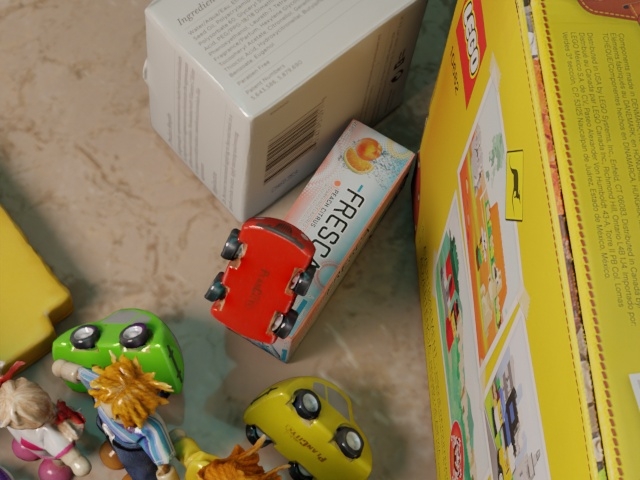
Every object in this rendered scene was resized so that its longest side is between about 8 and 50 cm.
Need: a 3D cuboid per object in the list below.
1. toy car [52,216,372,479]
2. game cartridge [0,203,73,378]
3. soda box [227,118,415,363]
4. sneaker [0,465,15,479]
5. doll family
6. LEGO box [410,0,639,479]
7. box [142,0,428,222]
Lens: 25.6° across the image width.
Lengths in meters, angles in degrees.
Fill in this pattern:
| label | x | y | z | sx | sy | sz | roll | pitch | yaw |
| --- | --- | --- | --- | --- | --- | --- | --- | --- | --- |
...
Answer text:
| label | x | y | z | sx | sy | sz | roll | pitch | yaw |
| --- | --- | --- | --- | --- | --- | --- | --- | --- | --- |
| toy car | -0.082 | 0.076 | 0.995 | 0.225 | 0.239 | 0.053 | -1 | 35 | 22 |
| game cartridge | -0.382 | 0.019 | 1.036 | 0.285 | 0.052 | 0.323 | -36 | 77 | -18 |
| soda box | 0.000 | 0.000 | 1.066 | 0.058 | 0.063 | 0.183 | 32 | 68 | 7 |
| sneaker | -0.246 | 0.227 | 0.942 | 0.068 | 0.071 | 0.169 | 14 | 66 | 1 |
| doll family | -0.110 | 0.147 | 0.938 | 0.263 | 0.163 | 0.118 | 41 | 69 | 12 |
| LEGO box | 0.191 | 0.069 | 0.853 | 0.193 | 0.372 | 0.500 | 1 | 59 | -6 |
| box | -0.027 | -0.137 | 1.059 | 0.182 | 0.181 | 0.119 | -39 | 76 | -19 |
